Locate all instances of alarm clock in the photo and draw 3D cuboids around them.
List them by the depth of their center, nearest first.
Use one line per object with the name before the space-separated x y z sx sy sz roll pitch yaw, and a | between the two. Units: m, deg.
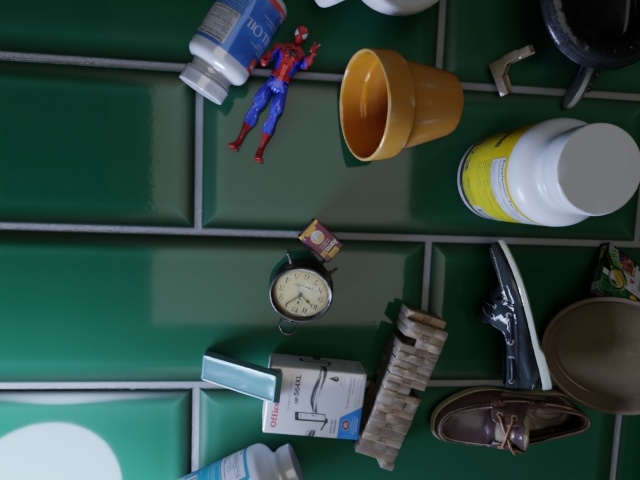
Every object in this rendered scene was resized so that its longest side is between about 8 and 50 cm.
alarm clock | -0.045 0.118 0.971 0.130 0.064 0.192 19 110 -5

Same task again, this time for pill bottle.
pill bottle | 0.405 -0.123 0.863 0.188 0.334 0.187 -1 96 -7
pill bottle | -0.170 -0.378 0.883 0.124 0.124 0.221 32 93 -8
pill bottle | -0.170 0.522 0.960 0.264 0.146 0.146 -23 98 -3

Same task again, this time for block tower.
block tower | 0.165 0.313 1.004 0.097 0.091 0.335 20 93 -7

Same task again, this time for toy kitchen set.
toy kitchen set | 0.419 -0.362 0.979 0.068 0.083 0.075 -31 101 -44

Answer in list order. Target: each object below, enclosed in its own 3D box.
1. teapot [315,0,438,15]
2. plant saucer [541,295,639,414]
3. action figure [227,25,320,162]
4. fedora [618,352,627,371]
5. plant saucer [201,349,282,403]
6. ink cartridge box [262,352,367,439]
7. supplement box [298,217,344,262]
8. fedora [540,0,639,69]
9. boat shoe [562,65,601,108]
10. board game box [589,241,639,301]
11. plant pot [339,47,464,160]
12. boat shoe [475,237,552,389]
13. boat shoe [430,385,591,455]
teapot | 0.136 -0.558 0.874 0.256 0.187 0.252 -2 124 -22
plant saucer | 0.634 0.247 1.008 0.278 0.041 0.277 9 109 28
action figure | -0.087 -0.298 0.898 0.092 0.139 0.280 25 90 -9
fedora | 0.705 0.254 1.061 0.195 0.079 0.194 -1 95 -6
plant saucer | -0.168 0.281 0.954 0.192 0.018 0.067 9 95 25
ink cartridge box | -0.016 0.331 0.988 0.203 0.086 0.148 6 94 -7
supplement box | 0.000 0.000 0.978 0.083 0.043 0.055 41 90 -9
fedora | 0.555 -0.506 0.932 0.334 0.152 0.333 -1 99 -5
boat shoe | 0.578 -0.345 1.004 0.040 0.049 0.142 28 90 -8
board game box | 0.727 0.128 1.049 0.260 0.030 0.136 33 66 -8
plant pot | 0.164 -0.264 0.905 0.188 0.205 0.205 -7 97 -21
boat shoe | 0.399 0.168 1.003 0.113 0.127 0.339 -16 100 19
boat shoe | 0.421 0.402 1.023 0.342 0.123 0.123 -1 96 -6
